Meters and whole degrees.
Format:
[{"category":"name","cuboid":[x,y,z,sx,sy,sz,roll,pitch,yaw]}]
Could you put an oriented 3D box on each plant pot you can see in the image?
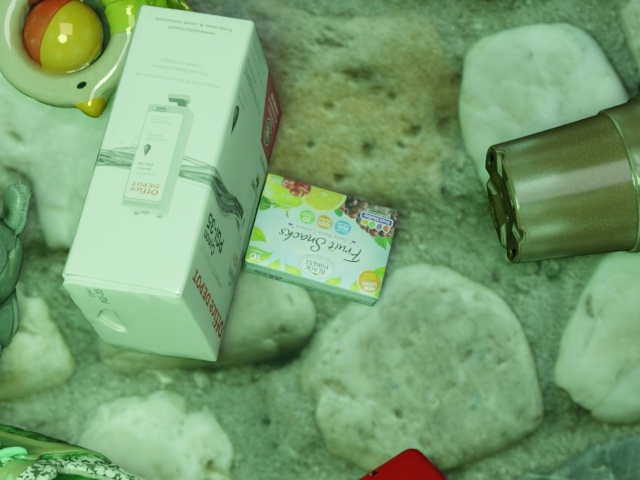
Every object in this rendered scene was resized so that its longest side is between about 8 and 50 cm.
[{"category":"plant pot","cuboid":[0.263,-0.053,1.693,0.165,0.167,0.167,-11,74,-5]}]

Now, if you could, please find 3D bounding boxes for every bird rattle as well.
[{"category":"bird rattle","cuboid":[-0.255,-0.241,1.675,0.253,0.143,0.207,27,86,2]}]

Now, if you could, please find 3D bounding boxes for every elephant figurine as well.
[{"category":"elephant figurine","cuboid":[-0.411,0.040,1.544,0.239,0.169,0.186,12,40,10]}]

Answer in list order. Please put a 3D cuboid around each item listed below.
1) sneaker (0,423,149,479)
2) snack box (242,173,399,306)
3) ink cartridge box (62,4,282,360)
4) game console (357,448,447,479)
[{"category":"sneaker","cuboid":[-0.288,0.212,1.466,0.410,0.182,0.158,17,65,-13]},{"category":"snack box","cuboid":[0.000,0.000,1.683,0.141,0.037,0.100,15,71,-5]},{"category":"ink cartridge box","cuboid":[-0.134,-0.049,1.576,0.117,0.207,0.283,10,70,10]},{"category":"game console","cuboid":[0.076,0.297,1.612,0.144,0.085,0.124,-30,111,-17]}]
